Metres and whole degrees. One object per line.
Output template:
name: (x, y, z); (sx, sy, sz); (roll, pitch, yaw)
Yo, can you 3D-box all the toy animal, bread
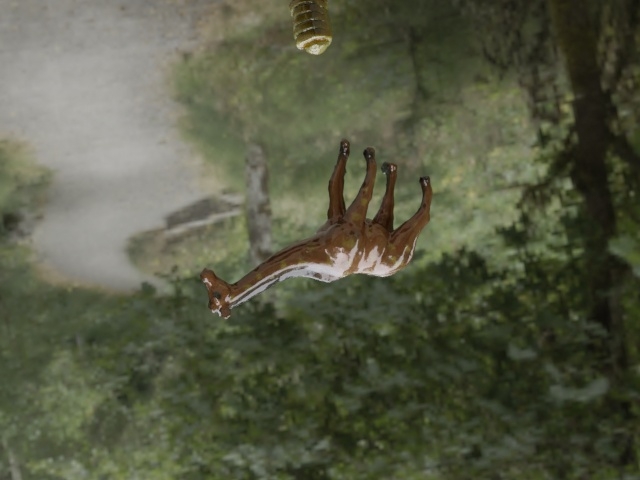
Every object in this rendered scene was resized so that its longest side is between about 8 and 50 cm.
toy animal: (0.000, 0.000, 1.229); (0.224, 0.230, 0.066); (24, 174, -25)
bread: (-0.012, -0.267, 1.400); (0.049, 0.088, 0.034); (-1, 149, -6)
